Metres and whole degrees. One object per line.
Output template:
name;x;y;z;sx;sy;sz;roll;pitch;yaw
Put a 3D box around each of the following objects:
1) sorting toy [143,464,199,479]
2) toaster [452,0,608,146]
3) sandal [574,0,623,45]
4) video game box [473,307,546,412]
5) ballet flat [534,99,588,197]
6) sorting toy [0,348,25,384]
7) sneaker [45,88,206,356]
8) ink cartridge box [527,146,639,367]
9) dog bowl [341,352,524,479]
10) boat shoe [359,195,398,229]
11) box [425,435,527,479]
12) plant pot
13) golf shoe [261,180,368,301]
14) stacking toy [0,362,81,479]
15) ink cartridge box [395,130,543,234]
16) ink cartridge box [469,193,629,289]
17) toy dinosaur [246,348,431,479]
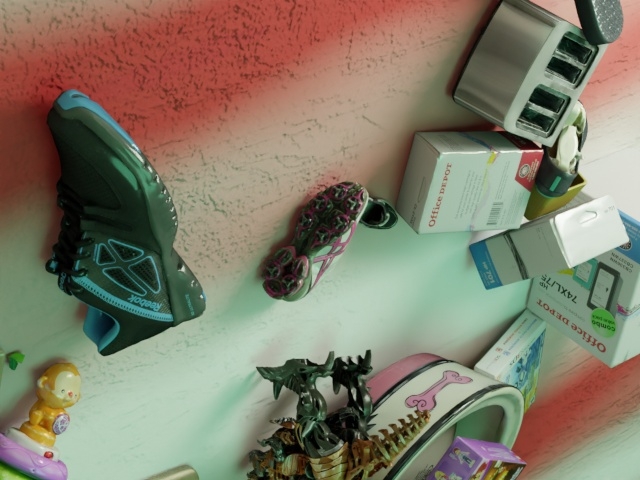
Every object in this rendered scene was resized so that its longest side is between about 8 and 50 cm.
sorting toy;-0.230;0.426;1.590;0.307;0.041;0.229;-14;129;-37
toaster;0.279;-0.231;1.515;0.186;0.110;0.168;12;110;-48
sandal;0.322;-0.370;1.434;0.097;0.054;0.254;-31;112;-42
video game box;0.320;0.247;1.942;0.187;0.048;0.205;-37;140;-38
ballet flat;0.350;-0.152;1.606;0.074;0.074;0.203;66;34;-48
sorting toy;-0.371;0.149;1.259;0.083;0.012;0.062;-6;119;-37
sneaker;-0.225;-0.003;1.194;0.140;0.125;0.340;-31;135;-16
ink cartridge box;0.498;0.026;1.859;0.197;0.198;0.270;-21;132;-33
dog bowl;0.131;0.351;1.762;0.408;0.150;0.408;-35;145;-29
boat shoe;0.071;-0.037;1.521;0.046;0.038;0.125;-54;141;4
box;0.180;0.434;1.709;0.293;0.057;0.201;-56;149;6
plant pot;0.323;-0.077;1.654;0.081;0.081;0.083;-20;151;-32
golf shoe;0.000;0.000;1.468;0.186;0.067;0.086;-50;156;12
stacking toy;-0.354;0.279;1.295;0.175;0.166;0.301;38;76;-48
ink cartridge box;0.204;-0.083;1.562;0.175;0.072;0.127;-3;123;-27
ink cartridge box;0.341;0.004;1.698;0.140;0.191;0.082;-20;90;-33
toy dinosaur;0.021;0.270;1.561;0.322;0.218;0.164;-15;166;21
